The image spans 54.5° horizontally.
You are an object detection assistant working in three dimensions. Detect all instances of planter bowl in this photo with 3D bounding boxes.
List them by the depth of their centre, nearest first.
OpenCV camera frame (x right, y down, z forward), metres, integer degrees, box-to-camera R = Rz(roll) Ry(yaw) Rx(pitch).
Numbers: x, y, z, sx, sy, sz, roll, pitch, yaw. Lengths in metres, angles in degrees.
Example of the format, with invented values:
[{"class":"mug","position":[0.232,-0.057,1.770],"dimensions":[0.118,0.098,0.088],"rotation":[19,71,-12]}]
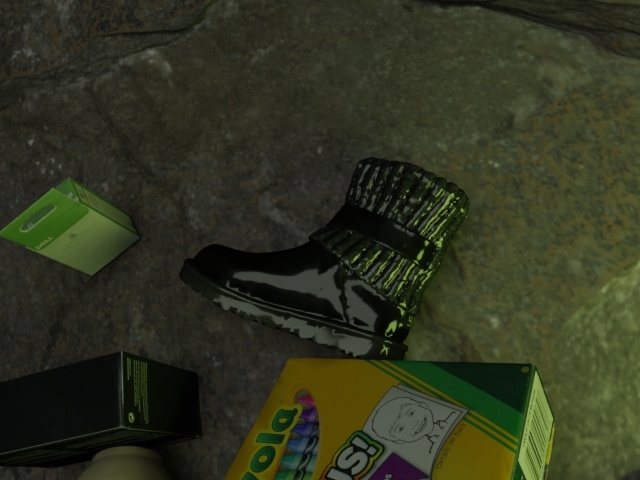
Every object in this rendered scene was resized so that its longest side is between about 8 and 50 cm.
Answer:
[{"class":"planter bowl","position":[-0.260,0.341,0.817],"dimensions":[0.162,0.162,0.109],"rotation":[-21,44,12]}]

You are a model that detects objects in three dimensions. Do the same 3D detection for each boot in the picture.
[{"class":"boot","position":[0.002,0.001,0.846],"dimensions":[0.348,0.131,0.260],"rotation":[18,85,14]}]

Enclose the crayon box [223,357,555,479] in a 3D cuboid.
[{"class":"crayon box","position":[0.038,0.286,0.616],"dimensions":[0.313,0.106,0.363],"rotation":[-5,37,34]}]

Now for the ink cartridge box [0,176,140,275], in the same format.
[{"class":"ink cartridge box","position":[-0.389,-0.027,0.961],"dimensions":[0.109,0.209,0.062],"rotation":[-37,63,4]}]

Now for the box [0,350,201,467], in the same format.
[{"class":"box","position":[-0.325,0.240,0.853],"dimensions":[0.261,0.184,0.103],"rotation":[-16,63,14]}]
